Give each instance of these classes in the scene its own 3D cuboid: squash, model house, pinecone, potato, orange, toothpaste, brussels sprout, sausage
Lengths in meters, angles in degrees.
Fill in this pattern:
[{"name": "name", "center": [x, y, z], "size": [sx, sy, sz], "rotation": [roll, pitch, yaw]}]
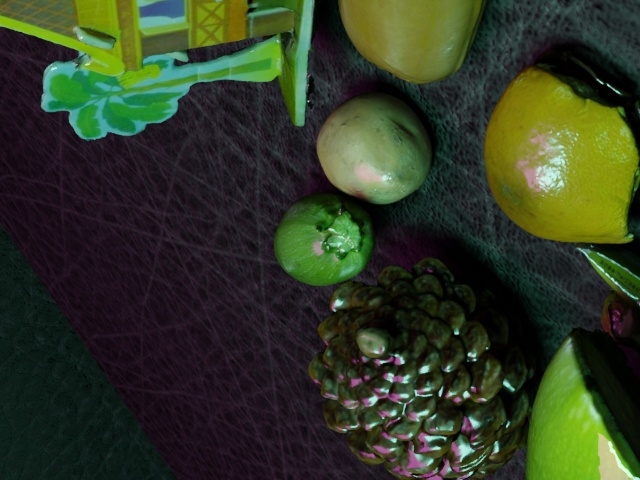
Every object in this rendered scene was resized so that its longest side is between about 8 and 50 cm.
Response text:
[{"name": "squash", "center": [0.270, 0.194, 0.986], "size": [0.234, 0.210, 0.309], "rotation": [-102, 6, -46]}, {"name": "model house", "center": [-0.171, -0.250, 1.045], "size": [0.358, 0.312, 0.243], "rotation": [98, 160, -60]}, {"name": "pinecone", "center": [0.117, 0.143, 1.228], "size": [0.224, 0.224, 0.272], "rotation": [28, 171, 42]}, {"name": "potato", "center": [0.051, -0.089, 1.174], "size": [0.112, 0.112, 0.147], "rotation": [62, 161, -19]}, {"name": "squash", "center": [0.000, 0.000, 1.277], "size": [0.101, 0.101, 0.378], "rotation": [55, 173, -4]}, {"name": "orange", "center": [0.191, -0.064, 0.961], "size": [0.160, 0.112, 0.170], "rotation": [-17, 97, 65]}, {"name": "toothpaste", "center": [0.314, 0.079, 0.985], "size": [0.248, 0.078, 0.047], "rotation": [43, 115, 17]}, {"name": "brussels sprout", "center": [0.282, 0.077, 1.044], "size": [0.083, 0.051, 0.046], "rotation": [39, -176, 29]}, {"name": "sausage", "center": [0.073, -0.232, 0.938], "size": [0.134, 0.116, 0.354], "rotation": [28, 153, 16]}]
